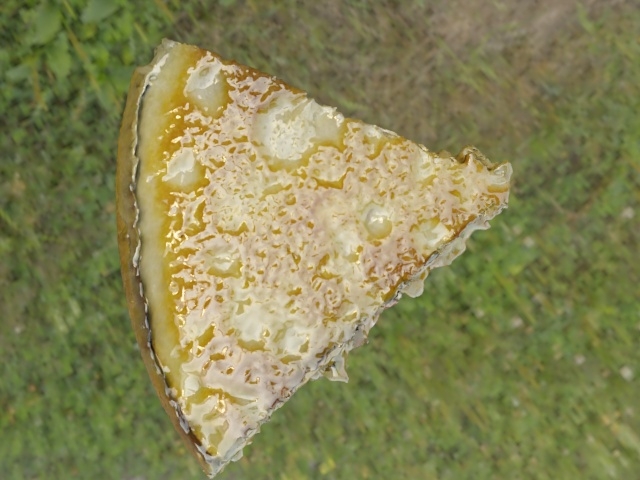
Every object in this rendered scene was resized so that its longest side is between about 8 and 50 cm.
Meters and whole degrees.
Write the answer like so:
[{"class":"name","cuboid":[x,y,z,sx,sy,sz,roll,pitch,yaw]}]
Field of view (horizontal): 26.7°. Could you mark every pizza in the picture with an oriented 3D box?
[{"class":"pizza","cuboid":[0.000,0.000,1.366,0.406,0.440,0.130,-7,170,-7]}]
